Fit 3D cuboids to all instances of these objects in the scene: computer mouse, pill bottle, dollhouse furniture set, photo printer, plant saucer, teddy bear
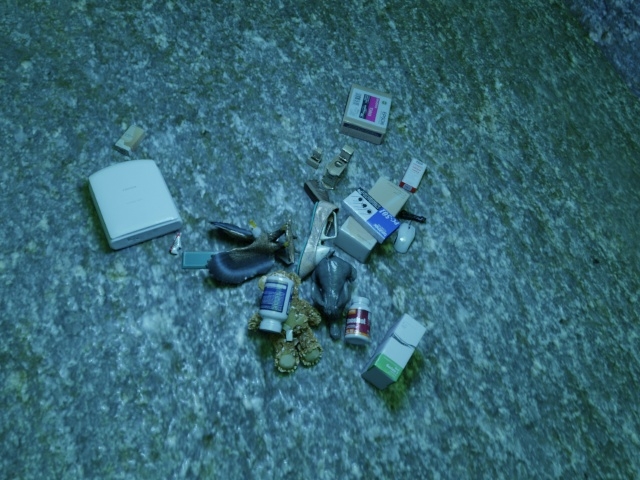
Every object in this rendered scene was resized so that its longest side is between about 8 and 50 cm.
[{"bbox_3d":[0.344,-0.036,1.993,0.106,0.042,0.192,24,60,0],"label":"computer mouse"},{"bbox_3d":[0.133,0.278,1.758,0.086,0.086,0.151,12,61,-6],"label":"pill bottle"},{"bbox_3d":[0.020,-0.312,1.985,0.161,0.182,0.101,33,61,5],"label":"dollhouse furniture set"},{"bbox_3d":[-0.662,-0.145,1.792,0.256,0.107,0.307,-20,69,-21],"label":"photo printer"},{"bbox_3d":[-0.392,0.068,1.793,0.192,0.018,0.067,0,63,-11],"label":"plant saucer"},{"bbox_3d":[-0.144,0.206,1.617,0.094,0.094,0.169,13,73,-6],"label":"pill bottle"},{"bbox_3d":[-0.113,0.273,1.710,0.245,0.113,0.338,-32,81,-17],"label":"teddy bear"}]

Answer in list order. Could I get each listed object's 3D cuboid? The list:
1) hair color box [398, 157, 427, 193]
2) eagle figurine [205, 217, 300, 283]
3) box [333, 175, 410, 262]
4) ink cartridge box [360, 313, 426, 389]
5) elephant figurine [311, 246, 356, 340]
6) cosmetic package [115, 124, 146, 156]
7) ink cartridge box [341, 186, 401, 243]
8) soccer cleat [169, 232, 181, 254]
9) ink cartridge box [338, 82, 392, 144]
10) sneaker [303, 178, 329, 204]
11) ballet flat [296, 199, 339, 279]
[{"bbox_3d":[0.389,-0.273,2.125,0.072,0.043,0.141,28,62,3],"label":"hair color box"},{"bbox_3d":[-0.235,0.012,1.774,0.299,0.226,0.225,-13,102,8],"label":"eagle figurine"},{"bbox_3d":[0.197,-0.082,1.939,0.148,0.121,0.311,34,61,6],"label":"box"},{"bbox_3d":[0.245,0.372,1.691,0.093,0.160,0.219,36,62,6],"label":"ink cartridge box"},{"bbox_3d":[0.046,0.185,1.726,0.186,0.169,0.239,29,47,-28],"label":"elephant figurine"},{"bbox_3d":[-0.727,-0.383,1.940,0.060,0.041,0.115,23,61,1],"label":"cosmetic package"},{"bbox_3d":[0.183,-0.094,1.845,0.207,0.046,0.097,44,64,12],"label":"ink cartridge box"},{"bbox_3d":[-0.505,0.011,1.793,0.036,0.029,0.083,23,63,-10],"label":"soccer cleat"},{"bbox_3d":[0.199,-0.553,2.204,0.194,0.088,0.234,15,60,-3],"label":"ink cartridge box"},{"bbox_3d":[0.010,-0.166,1.974,0.071,0.066,0.188,-24,71,-25],"label":"sneaker"},{"bbox_3d":[0.000,0.000,1.832,0.106,0.107,0.315,12,74,12],"label":"ballet flat"}]
